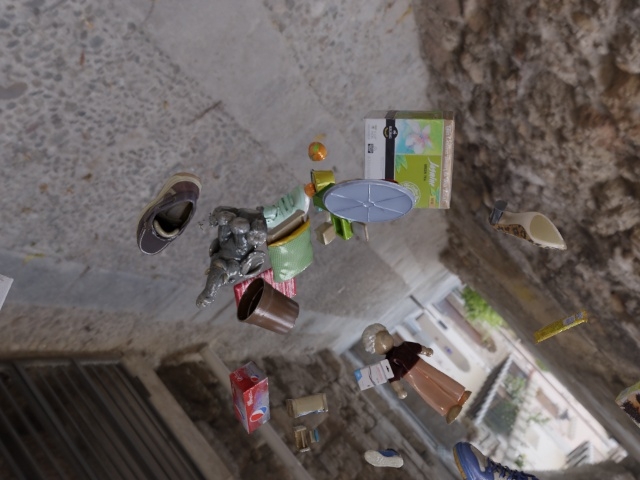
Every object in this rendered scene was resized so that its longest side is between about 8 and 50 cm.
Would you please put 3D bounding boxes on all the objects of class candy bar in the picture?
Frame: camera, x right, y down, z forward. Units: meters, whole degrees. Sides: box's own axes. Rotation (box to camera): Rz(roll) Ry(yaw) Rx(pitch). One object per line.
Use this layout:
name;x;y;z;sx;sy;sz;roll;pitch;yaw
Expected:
candy bar;0.632;0.229;1.566;0.161;0.018;0.040;-38;-154;38

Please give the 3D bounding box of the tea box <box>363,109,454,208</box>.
tea box;0.329;-0.307;2.205;0.220;0.323;0.329;-62;152;-68

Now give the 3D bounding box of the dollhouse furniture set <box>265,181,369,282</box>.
dollhouse furniture set;0.000;0.000;1.722;0.301;0.151;0.198;-38;135;-28

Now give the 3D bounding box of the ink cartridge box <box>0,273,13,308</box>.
ink cartridge box;-0.876;0.234;1.410;0.223;0.129;0.308;-29;-137;44

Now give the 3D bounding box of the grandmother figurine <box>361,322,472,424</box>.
grandmother figurine;0.262;0.358;1.684;0.208;0.342;0.104;-33;157;-54

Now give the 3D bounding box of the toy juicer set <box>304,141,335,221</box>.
toy juicer set;-0.019;-0.209;2.018;0.089;0.209;0.329;-12;161;-5

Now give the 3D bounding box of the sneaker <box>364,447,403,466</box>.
sneaker;0.249;0.858;2.350;0.084;0.152;0.058;49;48;-85

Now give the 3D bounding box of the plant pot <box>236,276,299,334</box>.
plant pot;-0.171;0.233;2.012;0.167;0.165;0.167;-43;-151;31

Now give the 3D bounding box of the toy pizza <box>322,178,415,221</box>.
toy pizza;0.105;-0.092;1.290;0.201;0.032;0.201;3;158;1

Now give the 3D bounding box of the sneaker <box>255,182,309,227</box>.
sneaker;-0.144;-0.109;2.095;0.151;0.094;0.256;-5;152;-34

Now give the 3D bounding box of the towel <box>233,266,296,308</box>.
towel;-0.222;0.201;2.399;0.274;0.031;0.199;-26;132;-26

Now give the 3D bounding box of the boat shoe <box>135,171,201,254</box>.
boat shoe;-0.377;-0.047;1.441;0.102;0.092;0.285;25;130;-28

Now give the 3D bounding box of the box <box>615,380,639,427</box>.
box;0.926;0.500;1.612;0.058;0.232;0.087;-27;160;-46

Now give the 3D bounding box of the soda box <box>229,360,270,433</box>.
soda box;-0.221;0.498;1.873;0.092;0.083;0.263;-28;143;-27

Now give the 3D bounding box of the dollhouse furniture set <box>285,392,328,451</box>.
dollhouse furniture set;-0.044;0.675;2.210;0.129;0.184;0.129;-7;168;-17

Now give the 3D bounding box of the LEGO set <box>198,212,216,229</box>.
LEGO set;-0.354;-0.065;1.892;0.083;0.023;0.054;-10;112;-31

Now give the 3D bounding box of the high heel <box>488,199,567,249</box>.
high heel;0.673;-0.030;1.935;0.093;0.261;0.186;-52;162;-8

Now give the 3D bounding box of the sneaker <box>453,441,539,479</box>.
sneaker;0.439;0.565;1.384;0.131;0.296;0.112;-41;-173;24

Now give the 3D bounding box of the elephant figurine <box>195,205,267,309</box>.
elephant figurine;-0.228;0.040;1.522;0.185;0.169;0.240;5;112;-30

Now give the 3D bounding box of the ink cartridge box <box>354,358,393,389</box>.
ink cartridge box;0.129;0.323;1.427;0.083;0.048;0.028;-23;177;12
